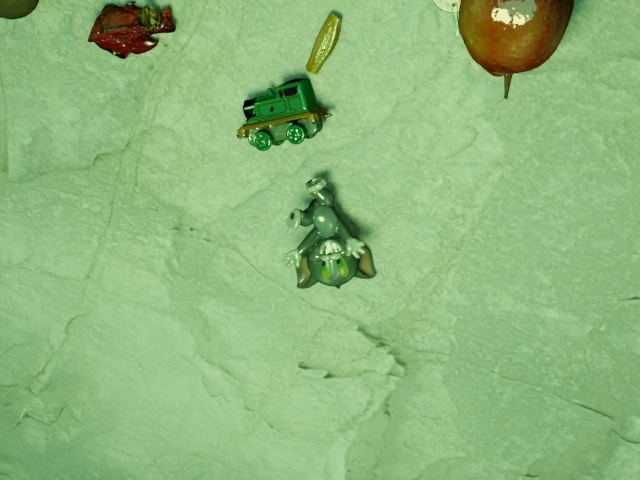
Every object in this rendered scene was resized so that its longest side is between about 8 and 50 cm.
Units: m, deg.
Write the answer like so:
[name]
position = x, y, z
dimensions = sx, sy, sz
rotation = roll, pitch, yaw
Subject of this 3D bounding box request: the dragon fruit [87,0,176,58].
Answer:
[dragon fruit]
position = -0.404, -0.449, 1.813
dimensions = 0.192, 0.092, 0.122
rotation = -1, 116, 19

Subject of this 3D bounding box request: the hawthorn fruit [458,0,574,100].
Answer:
[hawthorn fruit]
position = 0.349, -0.391, 1.529
dimensions = 0.210, 0.210, 0.262
rotation = 13, 127, 12

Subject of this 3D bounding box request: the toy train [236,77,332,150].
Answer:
[toy train]
position = -0.084, -0.271, 1.802
dimensions = 0.227, 0.091, 0.136
rotation = -7, 103, 23

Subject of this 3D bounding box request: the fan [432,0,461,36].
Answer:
[fan]
position = 0.260, -0.464, 1.634
dimensions = 0.085, 0.005, 0.133
rotation = -6, 113, 20

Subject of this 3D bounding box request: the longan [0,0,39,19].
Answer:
[longan]
position = -0.695, -0.568, 1.806
dimensions = 0.189, 0.189, 0.189
rotation = 8, 118, 15

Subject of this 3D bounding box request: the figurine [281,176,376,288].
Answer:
[figurine]
position = -0.001, -0.004, 1.882
dimensions = 0.193, 0.140, 0.265
rotation = -19, 97, 2

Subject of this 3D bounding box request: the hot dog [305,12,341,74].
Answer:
[hot dog]
position = 0.010, -0.404, 1.735
dimensions = 0.044, 0.028, 0.137
rotation = 42, 122, 26
